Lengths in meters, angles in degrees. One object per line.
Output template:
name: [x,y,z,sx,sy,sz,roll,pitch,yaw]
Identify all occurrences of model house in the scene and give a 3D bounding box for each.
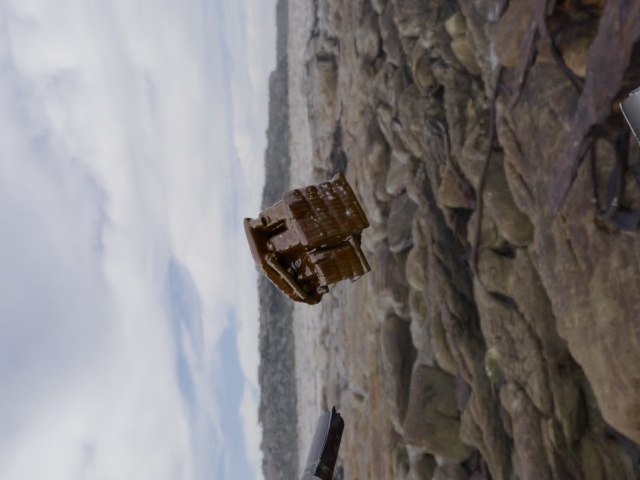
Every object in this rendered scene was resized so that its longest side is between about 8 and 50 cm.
model house: [-0.001,0.001,1.286,0.220,0.229,0.199,2,-119,-57]

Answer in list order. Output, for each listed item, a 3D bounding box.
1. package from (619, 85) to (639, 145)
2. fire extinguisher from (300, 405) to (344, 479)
package: [0.442,-0.106,0.694,0.203,0.251,0.062,60,147,-1]
fire extinguisher: [0.007,0.298,0.917,0.158,0.043,0.064,-68,-17,-60]
